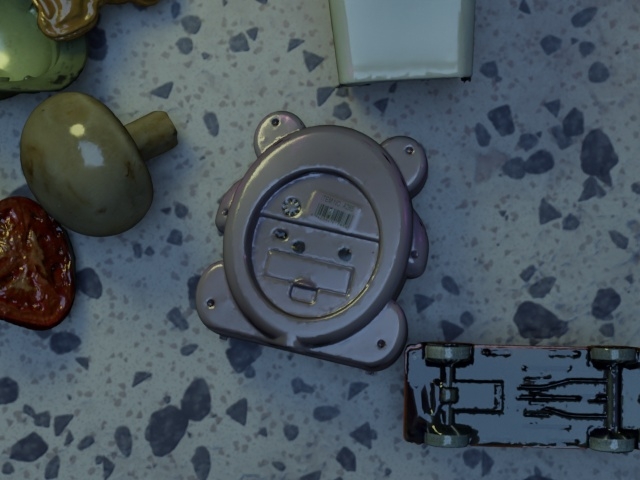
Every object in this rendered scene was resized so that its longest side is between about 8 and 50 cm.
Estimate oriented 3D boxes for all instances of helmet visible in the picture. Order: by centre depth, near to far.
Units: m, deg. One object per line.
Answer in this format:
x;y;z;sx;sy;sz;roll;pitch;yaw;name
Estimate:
-0.463;-0.258;1.602;0.257;0.137;0.204;22;52;-19;helmet

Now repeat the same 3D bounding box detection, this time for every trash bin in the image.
0.122;-0.389;1.539;0.296;0.256;0.368;-3;97;0;trash bin

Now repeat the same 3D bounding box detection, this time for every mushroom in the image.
-0.289;-0.117;1.586;0.215;0.207;0.207;-32;90;-29;mushroom

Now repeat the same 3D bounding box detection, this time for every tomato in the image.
-0.421;0.033;1.626;0.166;0.082;0.174;23;69;-31;tomato

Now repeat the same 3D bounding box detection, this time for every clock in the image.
0.000;0.000;1.588;0.295;0.113;0.322;12;83;10;clock

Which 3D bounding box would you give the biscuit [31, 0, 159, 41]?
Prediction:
-0.323;-0.454;1.589;0.269;0.051;0.376;11;83;-17;biscuit

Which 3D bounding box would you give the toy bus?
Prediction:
0.276;0.206;1.580;0.329;0.153;0.143;0;89;3;toy bus
